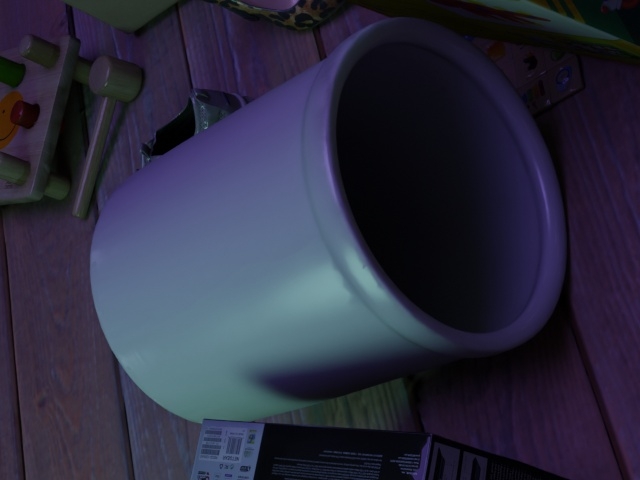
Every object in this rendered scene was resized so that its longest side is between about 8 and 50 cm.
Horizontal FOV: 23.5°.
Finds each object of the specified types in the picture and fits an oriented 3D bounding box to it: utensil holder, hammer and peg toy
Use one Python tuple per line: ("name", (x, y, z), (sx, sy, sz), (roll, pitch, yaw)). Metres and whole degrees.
("utensil holder", (0.000, 0.000, 1.553), (0.385, 0.327, 0.328), (-24, 56, 44))
("hammer and peg toy", (-0.429, -0.171, 2.262), (0.361, 0.127, 0.266), (-2, 71, 48))

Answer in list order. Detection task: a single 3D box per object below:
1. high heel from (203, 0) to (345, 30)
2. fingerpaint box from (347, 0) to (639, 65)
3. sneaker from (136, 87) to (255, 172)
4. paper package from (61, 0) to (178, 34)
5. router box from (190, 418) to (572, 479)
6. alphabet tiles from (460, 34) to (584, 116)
("high heel", (-0.084, -0.331, 1.898), (0.261, 0.186, 0.093), (-2, 72, 48))
("fingerpaint box", (0.117, -0.306, 1.477), (0.444, 0.371, 0.163), (21, 96, 54))
("sneaker", (-0.199, -0.091, 1.973), (0.281, 0.115, 0.105), (-52, 42, 18))
("paper package", (-0.272, -0.461, 2.076), (0.324, 0.309, 0.168), (-26, 55, 38))
("router box", (0.067, 0.234, 1.422), (0.308, 0.243, 0.081), (-4, 70, 48))
("alphabet tiles", (0.179, -0.196, 1.678), (0.237, 0.009, 0.198), (-29, 53, 38))
